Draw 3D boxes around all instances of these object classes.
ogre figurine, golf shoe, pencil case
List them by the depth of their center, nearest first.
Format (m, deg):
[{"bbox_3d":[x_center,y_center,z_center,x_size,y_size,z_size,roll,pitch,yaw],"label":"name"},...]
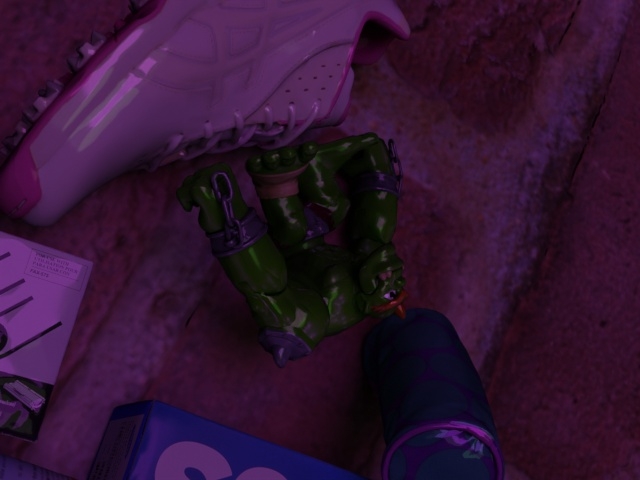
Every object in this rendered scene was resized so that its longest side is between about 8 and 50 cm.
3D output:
[{"bbox_3d":[0.061,0.098,0.520,0.064,0.151,0.070,41,103,-12],"label":"pencil case"},{"bbox_3d":[-0.053,-0.098,0.527,0.140,0.115,0.306,49,61,-14],"label":"golf shoe"},{"bbox_3d":[0.000,0.000,0.539,0.197,0.097,0.118,-32,108,-75],"label":"ogre figurine"}]

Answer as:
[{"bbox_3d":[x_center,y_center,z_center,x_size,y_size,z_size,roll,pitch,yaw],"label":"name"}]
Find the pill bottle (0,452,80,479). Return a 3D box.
[{"bbox_3d":[-0.193,0.129,0.405,0.160,0.087,0.087,26,67,-20],"label":"pill bottle"}]

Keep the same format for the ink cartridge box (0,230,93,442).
[{"bbox_3d":[-0.226,0.025,0.426,0.207,0.046,0.097,21,75,-25],"label":"ink cartridge box"}]

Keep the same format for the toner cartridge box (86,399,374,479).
[{"bbox_3d":[0.024,0.226,0.506,0.348,0.075,0.165,25,68,-22],"label":"toner cartridge box"}]
